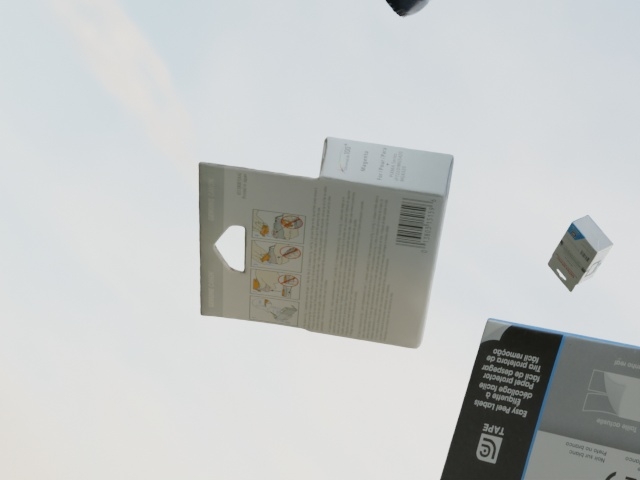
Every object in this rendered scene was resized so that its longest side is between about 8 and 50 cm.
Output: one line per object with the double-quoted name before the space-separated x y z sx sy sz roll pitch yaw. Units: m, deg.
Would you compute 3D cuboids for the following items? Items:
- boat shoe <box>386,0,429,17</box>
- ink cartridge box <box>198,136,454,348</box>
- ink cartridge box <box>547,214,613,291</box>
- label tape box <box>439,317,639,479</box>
"boat shoe" 0.003 -0.274 1.409 0.258 0.089 0.109 60 10 24
"ink cartridge box" 0.000 0.000 1.759 0.239 0.060 0.275 9 -36 3
"ink cartridge box" 0.298 0.016 2.003 0.048 0.028 0.083 53 -34 22
"label tape box" 0.221 0.259 1.495 0.249 0.348 0.115 10 -13 41
